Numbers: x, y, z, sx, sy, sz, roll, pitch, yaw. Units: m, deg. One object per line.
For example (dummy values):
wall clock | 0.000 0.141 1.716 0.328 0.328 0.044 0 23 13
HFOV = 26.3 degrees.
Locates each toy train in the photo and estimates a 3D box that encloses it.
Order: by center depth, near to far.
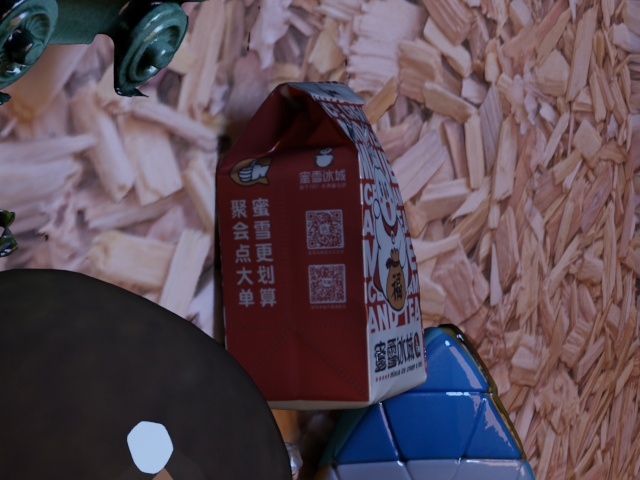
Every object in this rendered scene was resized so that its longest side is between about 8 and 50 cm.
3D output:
toy train | -0.146 -0.192 0.831 0.202 0.120 0.301 -55 166 19

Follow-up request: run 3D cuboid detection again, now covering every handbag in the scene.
handbag | 0.000 0.000 1.251 0.171 0.151 0.298 -4 90 -68

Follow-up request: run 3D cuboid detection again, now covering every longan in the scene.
longan | -0.146 0.148 0.860 0.300 0.243 0.300 -24 90 -89

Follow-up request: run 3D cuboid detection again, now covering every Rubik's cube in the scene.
Rubik's cube | 0.066 0.205 1.424 0.254 0.254 0.255 -15 107 -63

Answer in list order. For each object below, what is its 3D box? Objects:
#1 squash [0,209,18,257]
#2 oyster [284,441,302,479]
squash | -0.265 -0.049 0.770 0.071 0.080 0.318 -41 142 -3
oyster | -0.086 0.385 1.190 0.204 0.110 0.396 90 19 -51
